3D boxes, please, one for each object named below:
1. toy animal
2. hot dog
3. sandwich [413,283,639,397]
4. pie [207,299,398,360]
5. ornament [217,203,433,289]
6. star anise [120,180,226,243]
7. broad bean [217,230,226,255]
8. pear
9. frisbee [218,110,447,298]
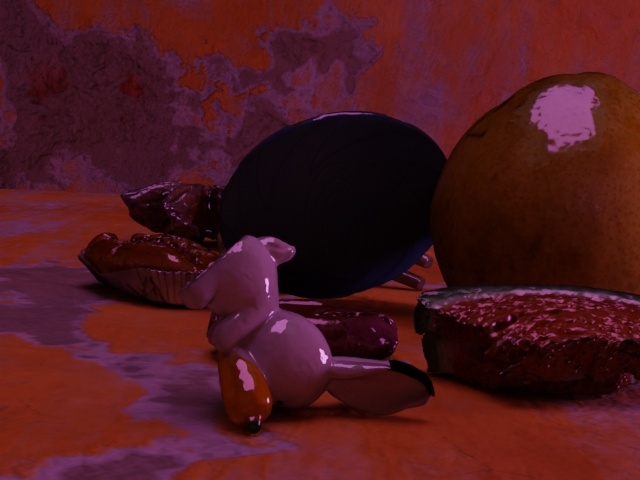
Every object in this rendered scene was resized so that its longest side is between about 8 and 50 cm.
[{"bbox_3d":[-0.017,0.081,0.857,0.127,0.182,0.131,-39,3,1],"label":"toy animal"},{"bbox_3d":[-0.211,0.031,1.444,0.144,0.075,0.268,2,7,-37],"label":"hot dog"},{"bbox_3d":[0.210,0.095,1.001,0.235,0.079,0.159,-2,16,-12],"label":"sandwich"},{"bbox_3d":[-0.015,0.086,1.080,0.182,0.050,0.182,6,1,0],"label":"pie"},{"bbox_3d":[0.000,0.000,1.569,0.245,0.061,0.230,23,10,28],"label":"ornament"},{"bbox_3d":[-0.207,-0.046,2.092,0.331,0.118,0.332,11,2,0],"label":"star anise"},{"bbox_3d":[-0.079,0.034,1.592,0.153,0.072,0.206,0,16,-18],"label":"broad bean"},{"bbox_3d":[0.272,-0.037,1.277,0.304,0.304,0.304,3,5,0],"label":"pear"},{"bbox_3d":[0.024,-0.026,1.371,0.289,0.289,0.049,1,41,-15],"label":"frisbee"}]
